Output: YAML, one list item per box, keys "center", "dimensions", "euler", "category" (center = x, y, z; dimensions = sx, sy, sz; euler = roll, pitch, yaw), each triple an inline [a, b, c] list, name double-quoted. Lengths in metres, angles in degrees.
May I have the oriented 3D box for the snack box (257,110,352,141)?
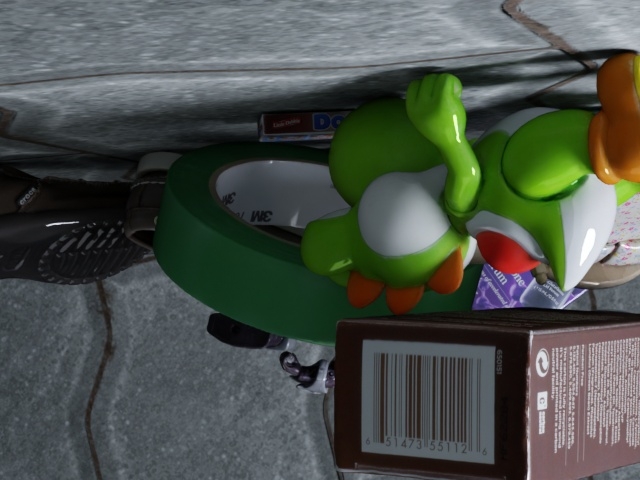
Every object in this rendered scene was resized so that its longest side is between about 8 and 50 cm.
- center: [0.032, -0.108, 1.800]
  dimensions: [0.178, 0.022, 0.064]
  euler: [-3, 178, -6]
  category: "snack box"

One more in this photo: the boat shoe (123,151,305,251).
- center: [-0.073, 0.020, 2.109]
  dimensions: [0.324, 0.096, 0.117]
  euler: [32, 150, -28]
  category: "boat shoe"

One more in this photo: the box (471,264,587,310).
- center: [0.228, 0.005, 2.109]
  dimensions: [0.207, 0.153, 0.108]
  euler: [-37, 179, -6]
  category: "box"

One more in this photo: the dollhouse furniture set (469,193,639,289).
- center: [0.348, -0.004, 1.728]
  dimensions: [0.356, 0.173, 0.303]
  euler: [-3, 155, -23]
  category: "dollhouse furniture set"

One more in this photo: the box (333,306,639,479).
- center: [0.185, 0.133, 1.739]
  dimensions: [0.191, 0.143, 0.381]
  euler: [2, -178, 32]
  category: "box"

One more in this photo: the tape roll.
- center: [0.000, 0.000, 1.888]
  dimensions: [0.321, 0.077, 0.321]
  euler: [12, -158, -5]
  category: "tape roll"

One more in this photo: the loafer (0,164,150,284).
- center: [-0.315, -0.035, 2.093]
  dimensions: [0.366, 0.130, 0.134]
  euler: [-3, 147, -43]
  category: "loafer"

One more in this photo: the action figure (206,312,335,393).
- center: [-0.005, 0.068, 2.039]
  dimensions: [0.099, 0.185, 0.285]
  euler: [5, 175, 37]
  category: "action figure"

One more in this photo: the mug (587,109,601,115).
- center: [0.274, -0.066, 1.895]
  dimensions: [0.129, 0.097, 0.158]
  euler: [-28, 154, 31]
  category: "mug"

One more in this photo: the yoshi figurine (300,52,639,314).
- center: [0.136, -0.075, 1.634]
  dimensions: [0.362, 0.203, 0.203]
  euler: [-19, -157, 30]
  category: "yoshi figurine"
